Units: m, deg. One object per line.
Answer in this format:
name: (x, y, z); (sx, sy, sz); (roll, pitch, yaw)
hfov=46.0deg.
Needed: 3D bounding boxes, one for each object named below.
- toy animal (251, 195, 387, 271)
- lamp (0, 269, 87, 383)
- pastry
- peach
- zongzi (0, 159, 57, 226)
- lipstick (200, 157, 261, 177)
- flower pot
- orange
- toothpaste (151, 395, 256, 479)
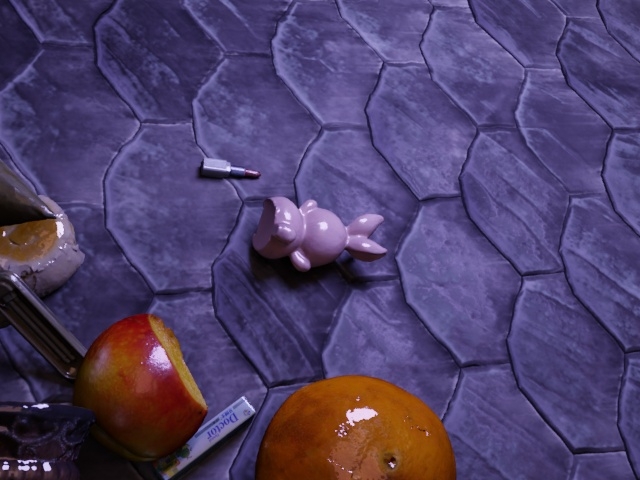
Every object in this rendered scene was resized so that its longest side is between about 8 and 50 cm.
toy animal: (-0.001, 0.000, 1.263); (0.213, 0.124, 0.124); (13, 58, -19)
lamp: (-0.462, 0.210, 1.020); (0.203, 0.124, 0.283); (43, 54, -14)
pastry: (-0.445, 0.007, 1.135); (0.166, 0.088, 0.165); (6, 63, -11)
peach: (-0.237, 0.196, 1.031); (0.190, 0.190, 0.192); (29, 59, 2)
zongzi: (-0.603, -0.043, 1.019); (0.356, 0.174, 0.393); (-37, 54, -25)
lipstick: (-0.156, -0.124, 1.327); (0.107, 0.025, 0.025); (6, 60, -18)
flower pot: (-0.364, 0.327, 0.856); (0.267, 0.266, 0.267); (4, 69, -14)
orange: (0.051, 0.322, 1.020); (0.284, 0.226, 0.283); (7, 65, -16)
toothpaste: (-0.166, 0.289, 1.079); (0.164, 0.046, 0.034); (-34, 71, -28)
